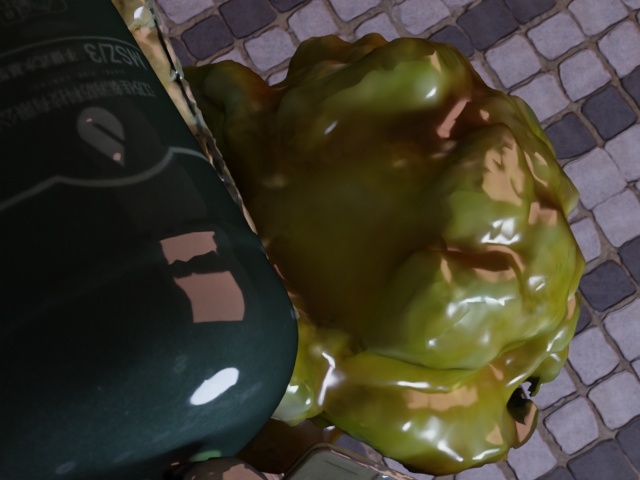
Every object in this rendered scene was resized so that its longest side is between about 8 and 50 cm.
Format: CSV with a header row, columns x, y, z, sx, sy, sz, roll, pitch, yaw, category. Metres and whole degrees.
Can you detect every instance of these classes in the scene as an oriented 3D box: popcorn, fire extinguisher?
x,y,z,sx,sy,sz,roll,pitch,yaw,category
-0.001,-0.008,1.116,0.325,0.290,0.321,26,-12,25,popcorn
-0.090,-0.026,0.393,0.114,0.095,0.311,-18,69,-46,fire extinguisher

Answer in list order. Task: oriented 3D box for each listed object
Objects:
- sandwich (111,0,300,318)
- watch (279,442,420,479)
x,y,z,sx,sy,sz,roll,pitch,yaw,category
-0.112,-0.076,0.828,0.249,0.095,0.273,-131,-163,-79,sandwich
0.088,0.236,1.037,0.268,0.102,0.165,27,47,-22,watch
